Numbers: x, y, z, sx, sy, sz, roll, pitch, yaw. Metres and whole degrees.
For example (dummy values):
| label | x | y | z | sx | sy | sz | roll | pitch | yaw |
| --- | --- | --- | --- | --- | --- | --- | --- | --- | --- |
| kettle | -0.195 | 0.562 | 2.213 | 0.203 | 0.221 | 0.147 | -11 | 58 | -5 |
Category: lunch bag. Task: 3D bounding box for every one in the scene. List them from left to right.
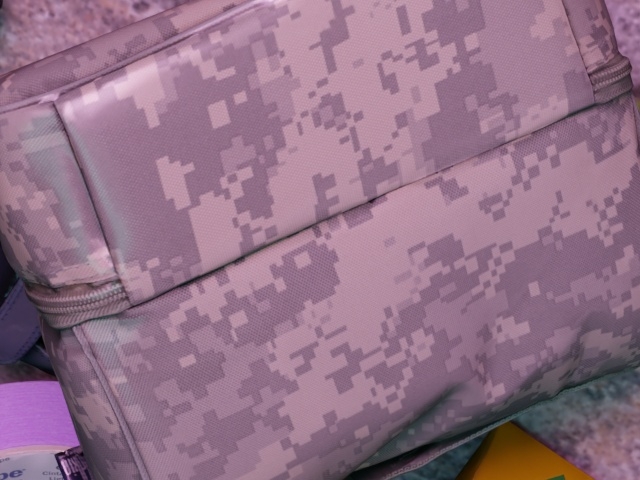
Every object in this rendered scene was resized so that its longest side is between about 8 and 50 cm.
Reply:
| label | x | y | z | sx | sy | sz | roll | pitch | yaw |
| --- | --- | --- | --- | --- | --- | --- | --- | --- | --- |
| lunch bag | 0.000 | 0.000 | 0.724 | 0.305 | 0.212 | 0.256 | -24 | 100 | -14 |

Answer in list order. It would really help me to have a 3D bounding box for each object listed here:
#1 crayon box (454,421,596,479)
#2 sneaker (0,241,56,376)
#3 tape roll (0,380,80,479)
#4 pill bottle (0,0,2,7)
| label | x | y | z | sx | sy | sz | roll | pitch | yaw |
| --- | --- | --- | --- | --- | --- | --- | --- | --- | --- |
| crayon box | 0.015 | 0.313 | 0.822 | 0.106 | 0.313 | 0.363 | 35 | 115 | 5 |
| sneaker | -0.208 | 0.006 | 0.879 | 0.321 | 0.127 | 0.126 | 32 | 113 | 1 |
| tape roll | -0.156 | 0.219 | 0.850 | 0.275 | 0.274 | 0.090 | 24 | 147 | 6 |
| pill bottle | -0.245 | -0.234 | 0.800 | 0.130 | 0.130 | 0.245 | 2 | 109 | 15 |
